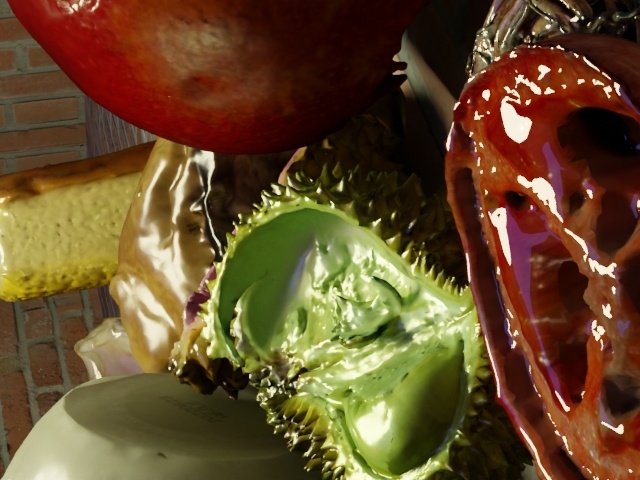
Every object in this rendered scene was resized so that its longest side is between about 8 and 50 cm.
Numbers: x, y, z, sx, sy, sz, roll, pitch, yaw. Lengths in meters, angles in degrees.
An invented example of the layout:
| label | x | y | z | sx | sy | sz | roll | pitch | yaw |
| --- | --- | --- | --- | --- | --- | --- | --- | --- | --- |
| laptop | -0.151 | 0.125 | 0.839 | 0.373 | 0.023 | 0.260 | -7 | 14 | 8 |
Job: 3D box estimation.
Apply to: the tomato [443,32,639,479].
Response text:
| label | x | y | z | sx | sy | sz | roll | pitch | yaw |
| --- | --- | --- | --- | --- | --- | --- | --- | --- | --- |
| tomato | 0.152 | 0.012 | 0.716 | 0.228 | 0.101 | 0.227 | 167 | 90 | -71 |

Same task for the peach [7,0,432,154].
| label | x | y | z | sx | sy | sz | roll | pitch | yaw |
| --- | --- | --- | --- | --- | --- | --- | --- | --- | --- |
| peach | -0.083 | -0.247 | 1.073 | 0.335 | 0.310 | 0.405 | 107 | 160 | -45 |

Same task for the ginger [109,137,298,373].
| label | x | y | z | sx | sy | sz | roll | pitch | yaw |
| --- | --- | --- | --- | --- | --- | --- | --- | --- | --- |
| ginger | -0.089 | -0.001 | 1.458 | 0.223 | 0.200 | 0.269 | -21 | 84 | 39 |

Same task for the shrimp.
| label | x | y | z | sx | sy | sz | roll | pitch | yaw |
| --- | --- | --- | --- | --- | --- | --- | --- | --- | --- |
| shrimp | 0.126 | -0.103 | 0.821 | 0.190 | 0.075 | 0.073 | -5 | 60 | 67 |

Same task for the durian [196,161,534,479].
| label | x | y | z | sx | sy | sz | roll | pitch | yaw |
| --- | --- | --- | --- | --- | --- | --- | --- | --- | --- |
| durian | 0.048 | 0.063 | 0.947 | 0.237 | 0.176 | 0.200 | 29 | 93 | 34 |

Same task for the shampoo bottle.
| label | x | y | z | sx | sy | sz | roll | pitch | yaw |
| --- | --- | --- | --- | --- | --- | --- | --- | --- | --- |
| shampoo bottle | -0.088 | 0.260 | 1.083 | 0.322 | 0.323 | 0.317 | -163 | 83 | -76 |

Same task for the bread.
| label | x | y | z | sx | sy | sz | roll | pitch | yaw |
| --- | --- | --- | --- | --- | --- | --- | --- | --- | --- |
| bread | -0.206 | -0.026 | 1.703 | 0.323 | 0.333 | 0.143 | 172 | 88 | -73 |

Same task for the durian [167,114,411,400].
| label | x | y | z | sx | sy | sz | roll | pitch | yaw |
| --- | --- | --- | --- | --- | --- | --- | --- | --- | --- |
| durian | -0.001 | 0.000 | 1.172 | 0.191 | 0.112 | 0.341 | -49 | 3 | 23 |

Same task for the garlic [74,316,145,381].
| label | x | y | z | sx | sy | sz | roll | pitch | yaw |
| --- | --- | --- | --- | --- | --- | --- | --- | --- | --- |
| garlic | -0.207 | 0.281 | 2.078 | 0.231 | 0.246 | 0.339 | -179 | 97 | -65 |
